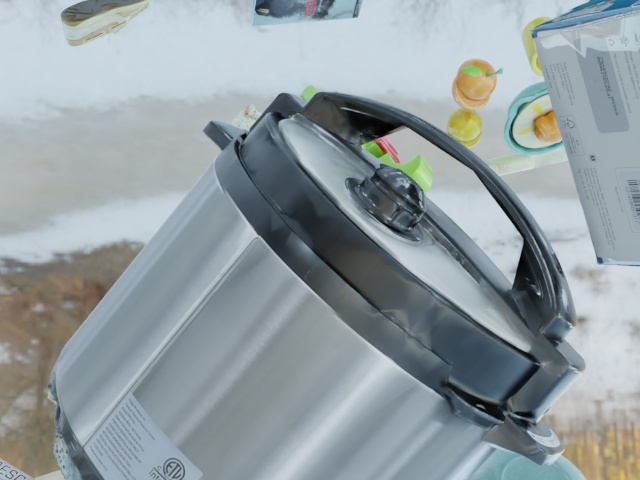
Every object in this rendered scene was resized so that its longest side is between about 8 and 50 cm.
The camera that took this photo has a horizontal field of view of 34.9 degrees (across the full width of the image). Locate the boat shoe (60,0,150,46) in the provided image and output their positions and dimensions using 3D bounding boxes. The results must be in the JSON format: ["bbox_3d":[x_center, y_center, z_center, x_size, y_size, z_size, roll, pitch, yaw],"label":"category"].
[{"bbox_3d":[-0.271,-0.283,1.285,0.135,0.050,0.045,-31,146,-38],"label":"boat shoe"}]

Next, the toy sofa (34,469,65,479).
[{"bbox_3d":[-0.412,0.395,1.290,0.363,0.177,0.150,-11,156,-42],"label":"toy sofa"}]

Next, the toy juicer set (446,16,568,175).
[{"bbox_3d":[0.299,-0.165,1.510,0.209,0.089,0.329,-25,142,8],"label":"toy juicer set"}]

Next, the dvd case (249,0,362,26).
[{"bbox_3d":[-0.011,-0.258,1.051,0.120,0.013,0.087,-9,152,-16],"label":"dvd case"}]

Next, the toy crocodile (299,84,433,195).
[{"bbox_3d":[0.050,-0.141,1.446,0.105,0.340,0.115,-40,122,4],"label":"toy crocodile"}]

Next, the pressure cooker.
[{"bbox_3d":[0.009,0.089,0.925,0.370,0.420,0.375,35,-166,-20],"label":"pressure cooker"}]

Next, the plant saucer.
[{"bbox_3d":[0.290,0.344,1.379,0.195,0.195,0.037,1,136,-13],"label":"plant saucer"}]

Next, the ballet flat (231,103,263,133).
[{"bbox_3d":[-0.069,-0.202,2.063,0.241,0.077,0.091,28,161,-26],"label":"ballet flat"}]

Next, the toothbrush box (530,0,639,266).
[{"bbox_3d":[0.344,-0.133,0.866,0.296,0.216,0.126,-29,-163,-31],"label":"toothbrush box"}]

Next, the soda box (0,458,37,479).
[{"bbox_3d":[-0.332,0.277,1.062,0.183,0.058,0.063,24,-146,18],"label":"soda box"}]
